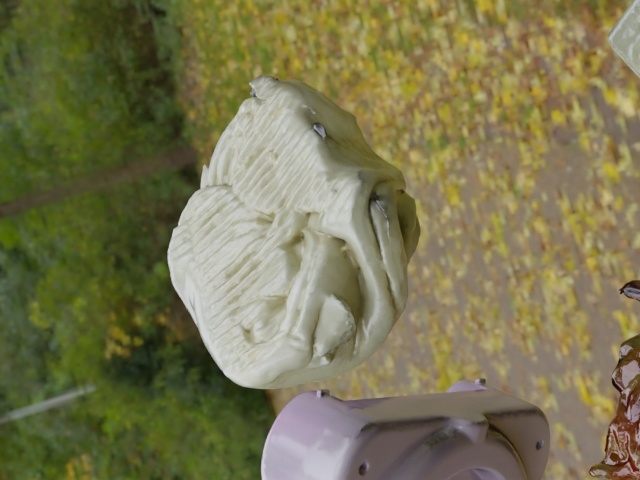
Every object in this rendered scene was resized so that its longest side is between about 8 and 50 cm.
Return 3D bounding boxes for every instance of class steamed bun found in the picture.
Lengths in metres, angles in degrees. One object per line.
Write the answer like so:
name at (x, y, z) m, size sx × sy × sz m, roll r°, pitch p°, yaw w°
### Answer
steamed bun at (0.000, 0.000, 1.519) m, size 0.346 × 0.237 × 0.394 m, roll -7°, pitch 70°, yaw 42°

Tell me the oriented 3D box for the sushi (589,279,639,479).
sushi at (0.296, 0.168, 0.845) m, size 0.181 × 0.344 × 0.196 m, roll -4°, pitch 146°, yaw 44°

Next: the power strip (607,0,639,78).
power strip at (0.391, -0.144, 1.178) m, size 0.257 × 0.070 × 0.105 m, roll 52°, pitch 145°, yaw 18°

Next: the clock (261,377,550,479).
clock at (0.067, 0.287, 1.067) m, size 0.113 × 0.295 × 0.322 m, roll 17°, pitch 100°, yaw 43°
